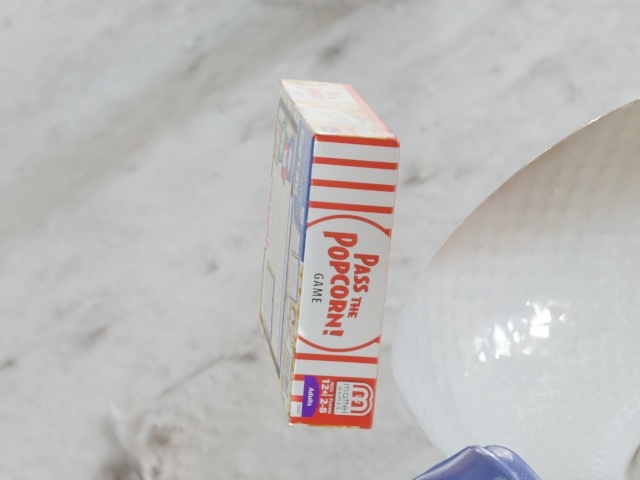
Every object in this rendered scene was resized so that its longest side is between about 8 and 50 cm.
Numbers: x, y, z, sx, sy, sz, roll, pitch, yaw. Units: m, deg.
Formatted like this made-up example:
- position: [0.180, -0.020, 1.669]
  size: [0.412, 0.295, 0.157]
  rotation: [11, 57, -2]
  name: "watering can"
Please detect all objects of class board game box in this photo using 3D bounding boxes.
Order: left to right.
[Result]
- position: [0.000, 0.000, 0.988]
  size: [0.045, 0.146, 0.193]
  rotation: [4, 13, -8]
  name: "board game box"

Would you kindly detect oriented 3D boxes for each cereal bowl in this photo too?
- position: [0.222, 0.059, 1.179]
  size: [0.339, 0.339, 0.141]
  rotation: [-30, 59, -2]
  name: "cereal bowl"

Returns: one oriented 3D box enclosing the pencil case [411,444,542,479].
- position: [-0.025, 0.193, 0.608]
  size: [0.306, 0.133, 0.119]
  rotation: [-34, 64, -5]
  name: "pencil case"
